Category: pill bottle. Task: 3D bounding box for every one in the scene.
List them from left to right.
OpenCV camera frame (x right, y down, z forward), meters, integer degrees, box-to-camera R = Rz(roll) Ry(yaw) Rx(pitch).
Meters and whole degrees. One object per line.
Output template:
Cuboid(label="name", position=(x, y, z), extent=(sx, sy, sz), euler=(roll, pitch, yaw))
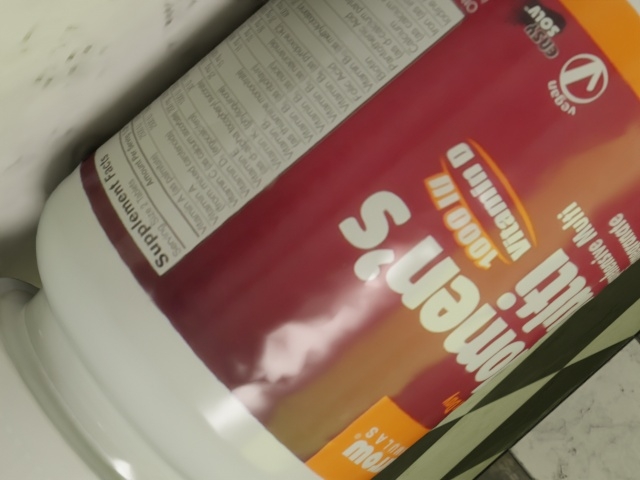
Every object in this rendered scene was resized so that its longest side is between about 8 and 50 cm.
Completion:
Cuboid(label="pill bottle", position=(0.000, 0.000, 0.371), extent=(0.221, 0.121, 0.121), euler=(-41, 163, 5))
